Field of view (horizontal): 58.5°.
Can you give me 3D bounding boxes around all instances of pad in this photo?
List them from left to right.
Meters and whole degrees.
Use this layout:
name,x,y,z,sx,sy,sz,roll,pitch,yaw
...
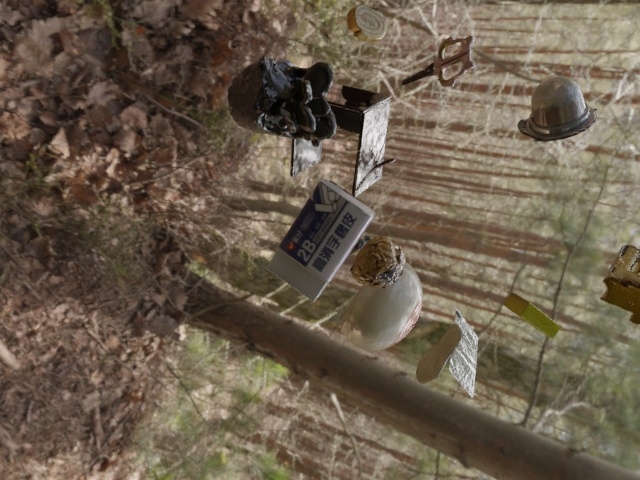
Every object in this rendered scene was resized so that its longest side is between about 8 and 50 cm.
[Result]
name,x,y,z,sx,sy,sz,roll,pitch,yaw
pad,0.482,0.372,1.902,0.160,0.009,0.265,50,38,-25

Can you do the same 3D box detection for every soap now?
name,x,y,z,sx,sy,sz,roll,pitch,yaw
soap,1.033,0.141,1.782,0.281,0.259,0.143,-34,139,-43

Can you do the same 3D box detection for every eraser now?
name,x,y,z,sx,sy,sz,roll,pitch,yaw
eraser,0.000,0.000,1.116,0.210,0.124,0.068,-57,176,16
eraser,0.557,0.197,1.504,0.122,0.097,0.045,34,92,-13

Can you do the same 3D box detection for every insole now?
name,x,y,z,sx,sy,sz,roll,pitch,yaw
insole,0.262,0.257,1.269,0.010,0.063,0.192,3,132,-28

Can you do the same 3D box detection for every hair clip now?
name,x,y,z,sx,sy,sz,roll,pitch,yaw
hair clip,0.141,-0.179,1.511,0.022,0.137,0.054,50,31,-4

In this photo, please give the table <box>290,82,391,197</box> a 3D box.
name,x,y,z,sx,sy,sz,roll,pitch,yaw
table,0.056,-0.319,1.778,0.196,0.250,0.282,-40,143,-49

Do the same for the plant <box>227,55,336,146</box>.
name,x,y,z,sx,sy,sz,roll,pitch,yaw
plant,-0.093,-0.343,1.398,0.188,0.276,0.199,4,98,-46

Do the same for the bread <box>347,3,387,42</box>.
name,x,y,z,sx,sy,sz,roll,pitch,yaw
bread,0.170,-0.786,2.077,0.149,0.073,0.122,12,86,-24

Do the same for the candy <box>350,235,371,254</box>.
name,x,y,z,sx,sy,sz,roll,pitch,yaw
candy,0.123,0.025,2.113,0.045,0.175,0.043,44,39,-24

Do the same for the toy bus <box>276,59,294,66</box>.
name,x,y,z,sx,sy,sz,roll,pitch,yaw
toy bus,-0.080,-0.416,1.563,0.076,0.073,0.168,-45,132,-38

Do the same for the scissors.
name,x,y,z,sx,sy,sz,roll,pitch,yaw
scissors,0.362,-0.544,1.808,0.024,0.317,0.160,3,84,-33

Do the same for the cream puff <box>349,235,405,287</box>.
name,x,y,z,sx,sy,sz,roll,pitch,yaw
cream puff,0.137,0.059,1.350,0.133,0.104,0.119,-20,142,-18

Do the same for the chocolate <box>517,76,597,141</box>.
name,x,y,z,sx,sy,sz,roll,pitch,yaw
chocolate,0.678,-0.396,1.659,0.221,0.221,0.147,-47,122,-32

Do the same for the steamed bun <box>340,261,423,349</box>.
name,x,y,z,sx,sy,sz,roll,pitch,yaw
steamed bun,0.188,0.191,1.613,0.283,0.177,0.283,-54,170,-14
